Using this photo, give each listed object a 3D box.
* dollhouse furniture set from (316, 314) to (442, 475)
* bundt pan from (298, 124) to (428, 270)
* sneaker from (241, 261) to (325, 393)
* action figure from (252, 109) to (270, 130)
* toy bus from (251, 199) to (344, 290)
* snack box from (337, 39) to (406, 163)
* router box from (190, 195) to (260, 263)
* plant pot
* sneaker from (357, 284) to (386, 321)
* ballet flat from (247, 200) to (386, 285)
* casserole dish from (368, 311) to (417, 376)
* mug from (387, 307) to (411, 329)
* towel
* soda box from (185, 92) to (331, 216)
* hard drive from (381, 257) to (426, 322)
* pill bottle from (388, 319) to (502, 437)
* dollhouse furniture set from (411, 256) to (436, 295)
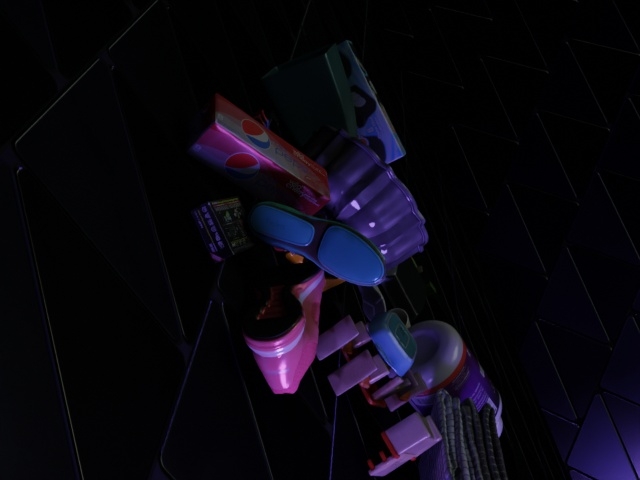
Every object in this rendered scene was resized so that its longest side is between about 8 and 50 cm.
[{"bbox_3d":[0.101,0.290,1.455,0.262,0.135,0.259,33,25,-58],"label":"dollhouse furniture set"},{"bbox_3d":[0.056,-0.064,1.562,0.331,0.124,0.331,43,-17,16],"label":"bundt pan"},{"bbox_3d":[-0.055,0.135,1.255,0.314,0.116,0.136,-68,150,-67],"label":"sneaker"},{"bbox_3d":[-0.109,-0.216,1.632,0.115,0.030,0.038,61,24,-25],"label":"action figure"},{"bbox_3d":[-0.017,-0.001,1.482,0.202,0.104,0.191,14,53,-67],"label":"toy bus"},{"bbox_3d":[0.064,-0.321,1.983,0.322,0.187,0.060,63,19,-4],"label":"snack box"},{"bbox_3d":[-0.151,-0.020,1.249,0.092,0.038,0.122,65,18,0],"label":"router box"},{"bbox_3d":[-0.008,-0.318,1.846,0.165,0.165,0.234,-67,137,-66],"label":"plant pot"},{"bbox_3d":[0.116,0.120,1.772,0.061,0.053,0.152,23,44,-67],"label":"sneaker"},{"bbox_3d":[0.000,0.000,1.286,0.247,0.083,0.087,24,5,5],"label":"ballet flat"},{"bbox_3d":[0.142,0.189,1.474,0.114,0.037,0.188,55,12,2],"label":"casserole dish"},{"bbox_3d":[0.182,0.208,1.852,0.062,0.078,0.064,38,-10,37],"label":"mug"},{"bbox_3d":[0.268,0.463,1.485,0.284,0.121,0.235,-85,-178,-60],"label":"towel"},{"bbox_3d":[-0.104,-0.137,1.353,0.263,0.083,0.092,32,33,-31],"label":"soda box"},{"bbox_3d":[0.221,0.110,2.061,0.172,0.054,0.255,61,19,-9],"label":"hard drive"},{"bbox_3d":[0.294,0.341,1.765,0.323,0.181,0.181,52,22,-33],"label":"pill bottle"},{"bbox_3d":[0.291,0.096,2.263,0.076,0.058,0.152,51,23,-35],"label":"dollhouse furniture set"}]
